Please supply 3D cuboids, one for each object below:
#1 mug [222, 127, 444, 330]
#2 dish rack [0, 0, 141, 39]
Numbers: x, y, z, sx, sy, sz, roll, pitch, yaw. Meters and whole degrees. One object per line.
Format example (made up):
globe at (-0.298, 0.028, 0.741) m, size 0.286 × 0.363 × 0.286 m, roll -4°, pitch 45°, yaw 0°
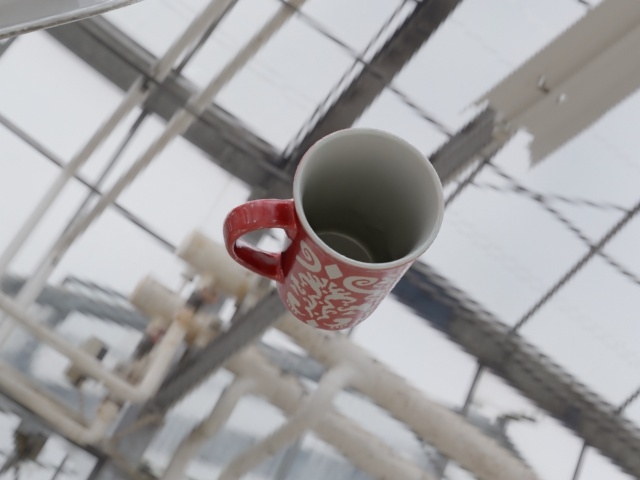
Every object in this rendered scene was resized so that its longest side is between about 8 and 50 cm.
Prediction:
mug at (0.005, -0.007, 1.238) m, size 0.150 × 0.113 × 0.169 m, roll 22°, pitch -24°, yaw 0°
dish rack at (-0.260, -0.107, 0.745) m, size 0.285 × 0.333 × 0.072 m, roll -153°, pitch -132°, yaw -71°
